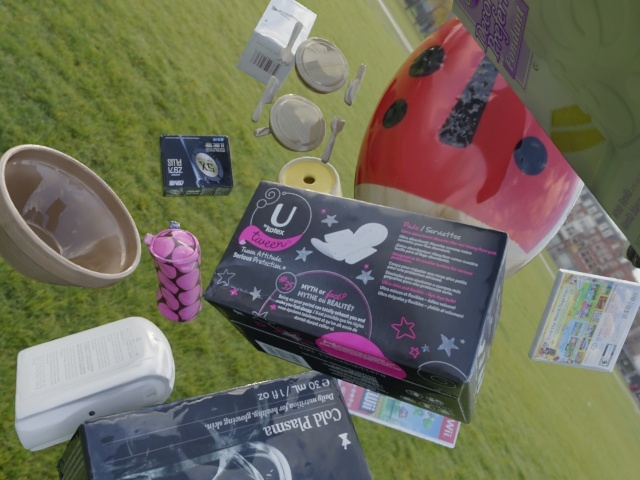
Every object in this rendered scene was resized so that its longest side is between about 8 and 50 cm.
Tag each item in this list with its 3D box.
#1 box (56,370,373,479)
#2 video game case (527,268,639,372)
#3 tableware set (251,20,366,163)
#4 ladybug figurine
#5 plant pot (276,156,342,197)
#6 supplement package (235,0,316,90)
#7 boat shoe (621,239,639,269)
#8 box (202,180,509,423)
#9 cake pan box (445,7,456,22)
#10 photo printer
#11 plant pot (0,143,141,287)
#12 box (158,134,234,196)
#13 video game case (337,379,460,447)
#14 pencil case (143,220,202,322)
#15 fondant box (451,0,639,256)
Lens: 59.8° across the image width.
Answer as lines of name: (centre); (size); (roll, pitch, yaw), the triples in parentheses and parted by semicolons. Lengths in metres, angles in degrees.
box: (-0.153, 0.524, 0.964); (0.480, 0.297, 0.472); (-4, 62, -35)
video game case: (0.611, 0.188, 1.282); (0.206, 0.227, 0.026); (10, 18, -6)
tableware set: (-0.021, -0.209, 0.811); (0.128, 0.039, 0.194); (28, 66, -18)
ladybug figurine: (0.201, -0.143, 0.738); (0.305, 0.449, 0.162); (20, -10, 21)
plant pot: (-0.036, -0.095, 1.561); (0.239, 0.254, 0.254); (96, -19, -53)
supplement package: (-0.092, -0.427, 1.187); (0.105, 0.105, 0.179); (27, 49, -15)
boat shoe: (0.779, -0.070, 1.159); (0.112, 0.335, 0.095); (23, 17, -35)
box: (0.044, 0.058, 0.552); (0.142, 0.247, 0.163); (-66, 156, -22)
cake pan box: (0.444, -0.547, 1.526); (0.267, 0.246, 0.070); (-2, 43, -32)
photo printer: (-0.470, 0.283, 1.181); (0.256, 0.307, 0.107); (42, -37, 54)
plant pot: (-0.391, -0.014, 0.819); (0.237, 0.110, 0.237); (48, 16, -18)
box: (-0.330, -0.196, 1.470); (0.180, 0.077, 0.147); (-2, 77, -21)
video game case: (0.179, 0.300, 1.193); (0.285, 0.204, 0.025); (21, -14, -7)
pencil case: (-0.273, 0.068, 1.045); (0.209, 0.098, 0.095); (102, -5, -47)
fondant box: (0.214, -0.182, 0.398); (0.238, 0.096, 0.330); (75, -5, -59)
